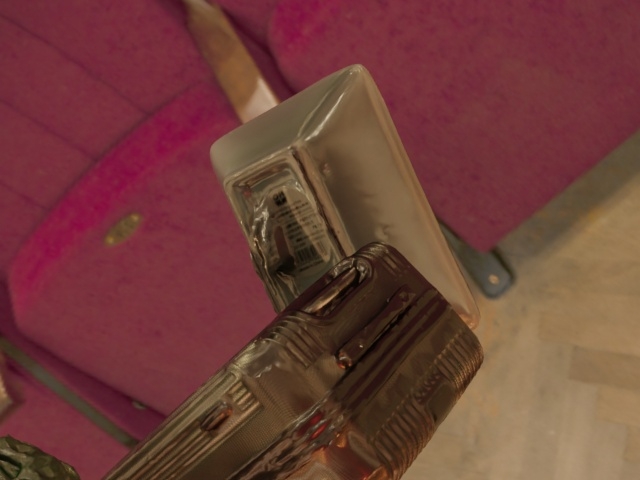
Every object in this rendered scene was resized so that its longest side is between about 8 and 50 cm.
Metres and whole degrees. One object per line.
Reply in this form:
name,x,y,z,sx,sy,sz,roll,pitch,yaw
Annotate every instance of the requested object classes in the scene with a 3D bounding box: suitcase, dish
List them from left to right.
suitcase,-0.038,0.146,0.745,0.128,0.202,0.312,47,126,3
dish,0.000,0.000,0.879,0.182,0.080,0.243,-24,90,35

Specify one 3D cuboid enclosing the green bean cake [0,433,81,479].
green bean cake,-0.520,0.385,1.464,0.308,0.300,0.169,23,114,0
